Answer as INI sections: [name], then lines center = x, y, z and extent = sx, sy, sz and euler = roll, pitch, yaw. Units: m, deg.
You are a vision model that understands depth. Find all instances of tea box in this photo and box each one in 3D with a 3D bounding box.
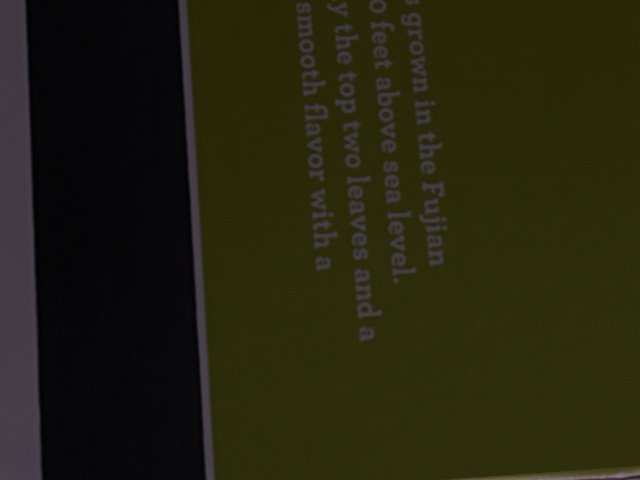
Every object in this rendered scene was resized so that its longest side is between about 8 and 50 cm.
[tea box]
center = 0.000, 0.000, 0.569
extent = 0.323, 0.220, 0.329
euler = -2, 164, -6
